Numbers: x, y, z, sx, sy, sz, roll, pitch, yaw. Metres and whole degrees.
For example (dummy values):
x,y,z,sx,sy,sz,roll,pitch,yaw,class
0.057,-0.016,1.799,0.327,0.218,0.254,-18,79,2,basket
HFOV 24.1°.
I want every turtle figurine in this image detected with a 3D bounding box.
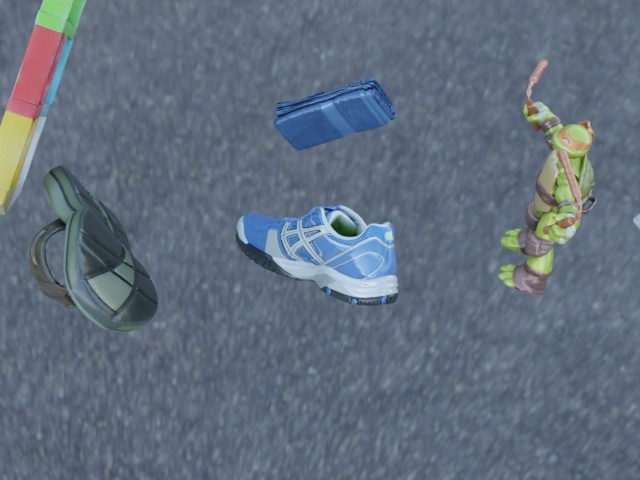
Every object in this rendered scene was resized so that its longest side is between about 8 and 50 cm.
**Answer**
x,y,z,sx,sy,sz,roll,pitch,yaw,class
0.261,-0.061,1.677,0.087,0.217,0.269,6,41,-11,turtle figurine

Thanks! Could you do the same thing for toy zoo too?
x,y,z,sx,sy,sz,roll,pitch,yaw,class
-0.299,-0.142,1.546,0.030,0.192,0.293,19,93,-8,toy zoo

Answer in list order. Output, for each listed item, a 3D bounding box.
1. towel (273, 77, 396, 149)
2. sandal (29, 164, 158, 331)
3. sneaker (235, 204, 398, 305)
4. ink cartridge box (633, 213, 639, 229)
x,y,z,sx,sy,sz,roll,pitch,yaw,class
0.015,-0.134,1.584,0.119,0.067,0.029,-16,54,20,towel
-0.232,0.020,1.447,0.086,0.303,0.120,-38,114,0,sandal
0.000,0.000,1.500,0.211,0.081,0.080,18,18,39,sneaker
0.364,-0.020,1.046,0.353,0.207,0.119,-42,109,1,ink cartridge box
